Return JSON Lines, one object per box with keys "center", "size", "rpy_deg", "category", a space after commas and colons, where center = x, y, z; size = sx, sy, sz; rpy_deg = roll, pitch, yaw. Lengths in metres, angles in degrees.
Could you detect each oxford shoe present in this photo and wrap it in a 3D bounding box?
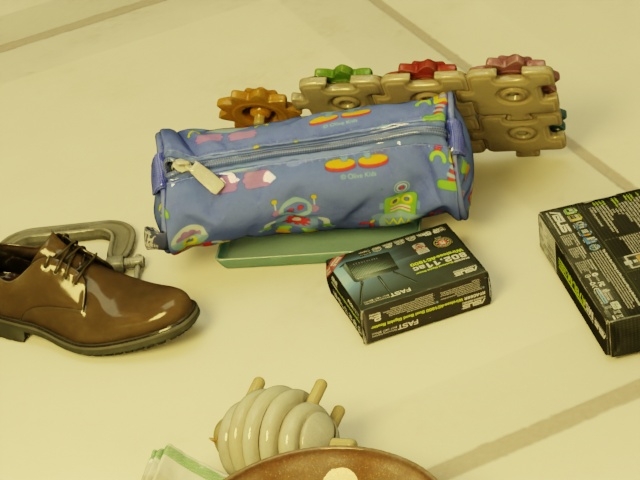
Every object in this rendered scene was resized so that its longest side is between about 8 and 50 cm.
{"center": [-0.216, 0.044, 1.429], "size": [0.227, 0.096, 0.083], "rpy_deg": [5, 34, 19], "category": "oxford shoe"}

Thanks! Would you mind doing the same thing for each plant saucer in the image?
{"center": [0.000, 0.000, 1.511], "size": [0.192, 0.018, 0.067], "rpy_deg": [-4, 33, 10], "category": "plant saucer"}
{"center": [-0.002, 0.215, 1.100], "size": [0.199, 0.036, 0.198], "rpy_deg": [-7, 32, 4], "category": "plant saucer"}

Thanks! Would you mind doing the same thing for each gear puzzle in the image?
{"center": [0.066, -0.132, 1.556], "size": [0.339, 0.175, 0.044], "rpy_deg": [-2, 67, 14], "category": "gear puzzle"}

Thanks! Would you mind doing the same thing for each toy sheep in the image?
{"center": [-0.028, 0.150, 1.223], "size": [0.132, 0.091, 0.091], "rpy_deg": [-5, 29, 38], "category": "toy sheep"}

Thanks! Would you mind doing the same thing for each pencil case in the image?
{"center": [-0.012, -0.061, 1.468], "size": [0.306, 0.133, 0.119], "rpy_deg": [-7, 76, 1], "category": "pencil case"}

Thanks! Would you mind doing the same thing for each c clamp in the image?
{"center": [-0.242, 0.017, 1.543], "size": [0.161, 0.022, 0.137], "rpy_deg": [-3, 33, 9], "category": "c clamp"}

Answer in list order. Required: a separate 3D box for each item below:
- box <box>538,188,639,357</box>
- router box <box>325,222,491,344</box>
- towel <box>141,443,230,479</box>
{"center": [0.302, 0.015, 1.384], "size": [0.184, 0.045, 0.190], "rpy_deg": [-11, 32, -7], "category": "box"}
{"center": [0.076, 0.036, 1.414], "size": [0.122, 0.038, 0.092], "rpy_deg": [-18, 34, -12], "category": "router box"}
{"center": [-0.087, 0.219, 1.142], "size": [0.113, 0.023, 0.152], "rpy_deg": [24, 36, -4], "category": "towel"}
